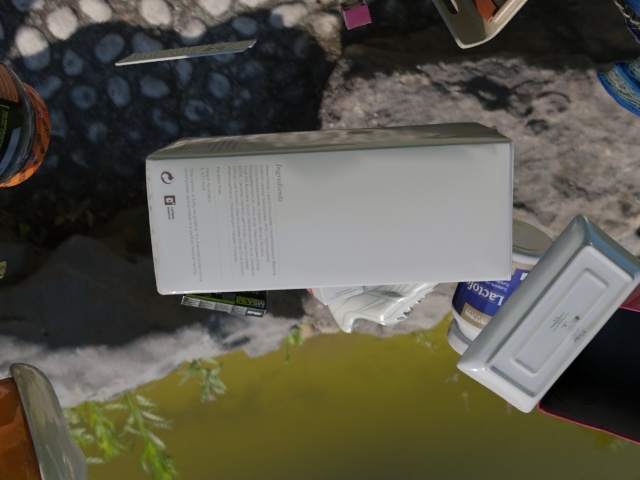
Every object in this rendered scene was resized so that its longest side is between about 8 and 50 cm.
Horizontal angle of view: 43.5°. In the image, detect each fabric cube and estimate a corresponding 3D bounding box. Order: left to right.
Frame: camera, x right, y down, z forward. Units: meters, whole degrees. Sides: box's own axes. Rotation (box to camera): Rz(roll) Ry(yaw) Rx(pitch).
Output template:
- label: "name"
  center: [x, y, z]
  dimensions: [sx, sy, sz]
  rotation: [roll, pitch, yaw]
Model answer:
- label: "fabric cube"
  center: [0.608, 0.219, 1.586]
  dimensions: [0.258, 0.259, 0.254]
  rotation: [-17, 116, -54]

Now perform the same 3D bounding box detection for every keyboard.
- label: "keyboard"
  center: [-0.244, -0.340, 1.451]
  dimensions: [0.256, 0.072, 0.014]
  rotation: [-2, 111, 19]

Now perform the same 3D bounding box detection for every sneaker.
- label: "sneaker"
  center: [0.136, 0.070, 1.308]
  dimensions: [0.110, 0.292, 0.118]
  rotation: [-19, 91, -61]

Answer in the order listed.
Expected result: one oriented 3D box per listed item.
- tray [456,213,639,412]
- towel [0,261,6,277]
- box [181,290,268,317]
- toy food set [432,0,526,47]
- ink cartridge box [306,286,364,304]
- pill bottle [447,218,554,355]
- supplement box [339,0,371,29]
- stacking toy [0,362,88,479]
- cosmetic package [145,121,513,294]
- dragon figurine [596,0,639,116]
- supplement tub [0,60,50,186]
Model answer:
- label: "tray"
  center: [0.324, 0.109, 1.105]
  dimensions: [0.145, 0.030, 0.270]
  rotation: [34, 99, -18]
- label: "towel"
  center: [-0.516, 0.050, 1.235]
  dimensions: [0.060, 0.083, 0.009]
  rotation: [-11, 105, -13]
- label: "box"
  center: [-0.211, 0.076, 1.841]
  dimensions: [0.191, 0.184, 0.045]
  rotation: [10, 147, -12]
- label: "toy food set"
  center: [0.295, -0.519, 1.387]
  dimensions: [0.092, 0.219, 0.306]
  rotation: [-7, 153, -36]
- label: "ink cartridge box"
  center: [0.000, 0.000, 1.115]
  dimensions: [0.063, 0.109, 0.150]
  rotation: [-19, 103, -12]
- label: "pill bottle"
  center: [0.345, 0.100, 1.573]
  dimensions: [0.153, 0.153, 0.264]
  rotation: [-3, 122, -28]
- label: "supplement box"
  center: [0.075, -0.498, 1.756]
  dimensions: [0.055, 0.083, 0.043]
  rotation: [-16, 119, 1]
- label: "stacking toy"
  center: [-0.514, 0.360, 0.914]
  dimensions: [0.480, 0.350, 0.350]
  rotation: [-12, 122, -26]
- label: "cosmetic package"
  center: [0.013, -0.044, 0.888]
  dimensions: [0.366, 0.197, 0.155]
  rotation: [-1, 103, 3]
- label: "dragon figurine"
  center: [0.269, -0.147, 0.602]
  dimensions: [0.144, 0.289, 0.085]
  rotation: [-60, 173, -29]
- label: "supplement tub"
  center: [-0.529, -0.168, 1.045]
  dimensions: [0.207, 0.207, 0.338]
  rotation: [-56, 161, 9]
